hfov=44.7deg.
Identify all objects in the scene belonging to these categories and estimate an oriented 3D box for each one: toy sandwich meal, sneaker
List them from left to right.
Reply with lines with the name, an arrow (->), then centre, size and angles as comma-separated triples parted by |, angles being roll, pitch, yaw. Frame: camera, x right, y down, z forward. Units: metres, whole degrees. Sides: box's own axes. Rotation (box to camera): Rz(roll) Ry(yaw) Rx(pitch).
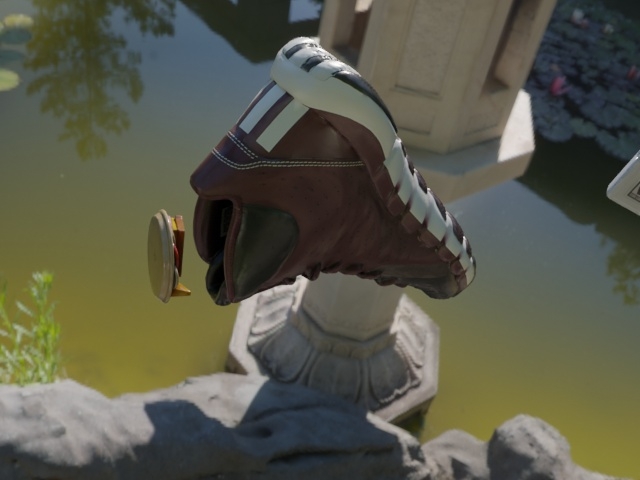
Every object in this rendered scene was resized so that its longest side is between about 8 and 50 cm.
toy sandwich meal -> -0.123, 0.012, 0.642 | 0.029, 0.085, 0.085 | -2, 41, -23
sneaker -> 0.000, 0.000, 0.555 | 0.162, 0.281, 0.106 | -44, 48, -3

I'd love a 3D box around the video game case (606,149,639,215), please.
video game case -> 0.443, -0.062, 0.771 | 0.227, 0.206, 0.026 | 30, 45, 2
